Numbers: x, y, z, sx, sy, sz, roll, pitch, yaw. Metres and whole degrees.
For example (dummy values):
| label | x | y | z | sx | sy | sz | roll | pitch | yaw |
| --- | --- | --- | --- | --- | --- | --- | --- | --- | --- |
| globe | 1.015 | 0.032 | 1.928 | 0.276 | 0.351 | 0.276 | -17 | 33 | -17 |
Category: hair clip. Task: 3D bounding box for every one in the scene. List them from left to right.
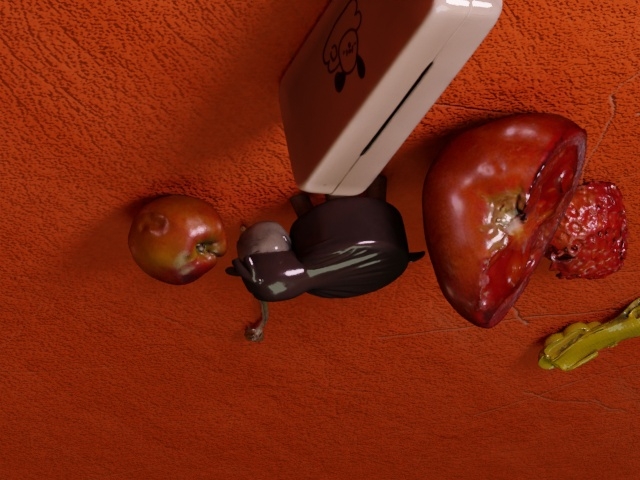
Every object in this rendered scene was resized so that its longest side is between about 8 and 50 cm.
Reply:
| label | x | y | z | sx | sy | sz | roll | pitch | yaw |
| --- | --- | --- | --- | --- | --- | --- | --- | --- | --- |
| hair clip | 0.364 | 0.127 | 2.413 | 0.173 | 0.046 | 0.072 | -26 | 140 | 23 |

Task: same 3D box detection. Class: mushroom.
| label | x | y | z | sx | sy | sz | roll | pitch | yaw |
| --- | --- | --- | --- | --- | --- | --- | --- | --- | --- |
| mushroom | -0.078 | 0.051 | 2.129 | 0.026 | 0.028 | 0.286 | 29 | 154 | 14 |

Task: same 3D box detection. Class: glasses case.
| label | x | y | z | sx | sy | sz | roll | pitch | yaw |
| --- | --- | --- | --- | --- | --- | --- | --- | --- | --- |
| glasses case | 0.055 | -0.170 | 1.644 | 0.070 | 0.131 | 0.313 | 3 | 149 | -25 |

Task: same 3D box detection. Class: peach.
| label | x | y | z | sx | sy | sz | roll | pitch | yaw |
| --- | --- | --- | --- | --- | --- | --- | --- | --- | --- |
| peach | -0.152 | -0.004 | 1.922 | 0.100 | 0.101 | 0.101 | -9 | 152 | -5 |

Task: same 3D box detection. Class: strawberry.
| label | x | y | z | sx | sy | sz | roll | pitch | yaw |
| --- | --- | --- | --- | --- | --- | --- | --- | --- | --- |
| strawberry | 0.314 | 0.002 | 2.126 | 0.121 | 0.082 | 0.188 | -25 | 147 | 18 |

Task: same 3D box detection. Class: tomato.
| label | x | y | z | sx | sy | sz | roll | pitch | yaw |
| --- | --- | --- | --- | --- | --- | --- | --- | --- | --- |
| tomato | 0.175 | -0.037 | 1.907 | 0.233 | 0.139 | 0.200 | -61 | 160 | 2 |

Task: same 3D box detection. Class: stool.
| label | x | y | z | sx | sy | sz | roll | pitch | yaw |
| --- | --- | --- | --- | --- | --- | --- | --- | --- | --- |
| stool | 0.000 | 0.000 | 1.950 | 0.217 | 0.121 | 0.125 | -9 | 154 | -9 |
